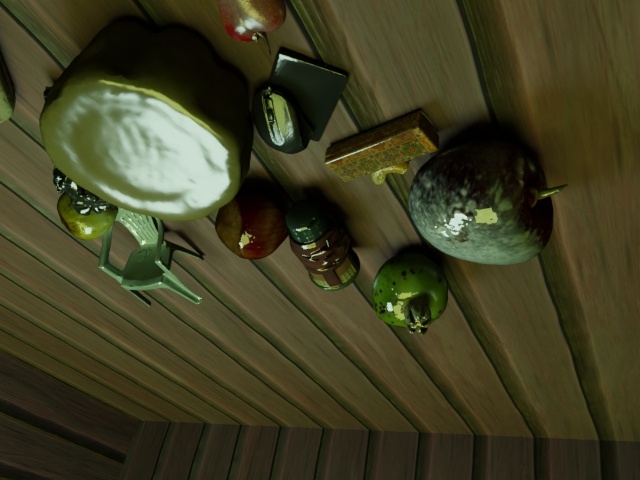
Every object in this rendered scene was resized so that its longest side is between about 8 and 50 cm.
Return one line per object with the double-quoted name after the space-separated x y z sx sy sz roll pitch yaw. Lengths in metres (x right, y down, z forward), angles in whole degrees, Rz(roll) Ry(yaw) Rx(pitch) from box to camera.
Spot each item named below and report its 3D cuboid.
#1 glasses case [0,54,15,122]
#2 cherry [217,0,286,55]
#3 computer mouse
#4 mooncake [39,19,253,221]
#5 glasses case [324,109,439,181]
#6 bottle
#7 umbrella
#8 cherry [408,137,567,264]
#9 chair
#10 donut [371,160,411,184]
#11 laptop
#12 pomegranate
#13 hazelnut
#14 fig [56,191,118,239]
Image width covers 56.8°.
-0.681 -0.367 1.072 0.157 0.098 0.425 0 149 -10 "glasses case"
-0.105 -0.363 0.910 0.106 0.087 0.126 10 130 16 "cherry"
-0.077 -0.217 1.126 0.099 0.057 0.172 6 149 23 "computer mouse"
-0.306 -0.219 1.109 0.379 0.200 0.378 6 144 4 "mooncake"
0.116 -0.180 1.151 0.218 0.049 0.075 -16 142 37 "glasses case"
0.000 0.000 1.393 0.156 0.143 0.271 40 168 36 "bottle"
-0.515 -0.180 1.296 0.154 0.128 0.336 17 144 -4 "umbrella"
0.307 -0.070 1.109 0.296 0.218 0.255 -2 151 45 "cherry"
-0.454 0.041 1.584 0.204 0.190 0.274 -4 152 22 "chair"
0.141 -0.144 1.209 0.083 0.037 0.067 7 144 12 "donut"
-0.037 -0.265 1.107 0.135 0.016 0.197 18 149 -10 "laptop"
0.222 0.140 1.444 0.202 0.248 0.202 1 119 2 "pomegranate"
-0.164 -0.041 1.384 0.170 0.160 0.202 44 175 -22 "hazelnut"
-0.593 -0.067 1.490 0.153 0.120 0.136 23 142 10 "fig"
